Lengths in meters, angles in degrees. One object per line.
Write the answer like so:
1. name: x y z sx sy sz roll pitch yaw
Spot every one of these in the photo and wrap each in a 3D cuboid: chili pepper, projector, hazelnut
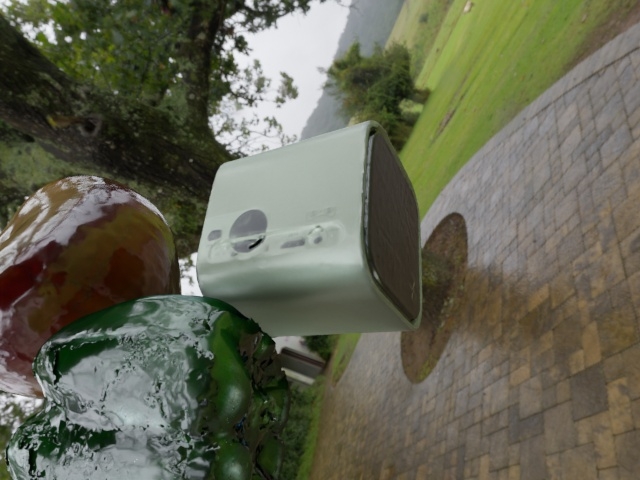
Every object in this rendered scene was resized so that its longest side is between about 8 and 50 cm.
1. chili pepper: -0.167 0.186 0.450 0.248 0.257 0.233 71 -160 -49
2. projector: 0.000 0.000 0.625 0.248 0.249 0.248 45 -137 -50
3. hazelnut: -0.429 0.084 0.753 0.409 0.360 0.359 -88 14 -56
